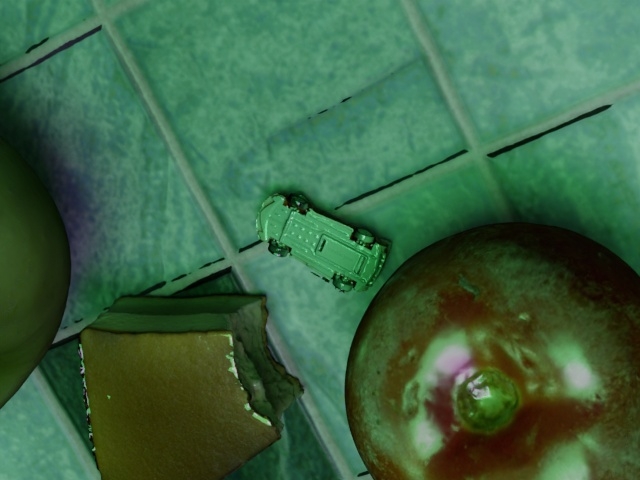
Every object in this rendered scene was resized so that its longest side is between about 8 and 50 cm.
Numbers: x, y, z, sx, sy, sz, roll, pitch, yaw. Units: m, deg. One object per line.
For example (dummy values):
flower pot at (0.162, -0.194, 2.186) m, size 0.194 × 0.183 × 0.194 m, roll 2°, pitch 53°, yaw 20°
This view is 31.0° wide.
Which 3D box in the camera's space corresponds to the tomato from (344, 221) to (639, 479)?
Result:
tomato at (0.161, 0.119, 0.935) m, size 0.270 × 0.222 × 0.270 m, roll -1°, pitch 87°, yaw 22°

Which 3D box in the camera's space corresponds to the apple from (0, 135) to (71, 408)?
apple at (-0.396, 0.026, 0.981) m, size 0.357 × 0.357 × 0.358 m, roll 4°, pitch 109°, yaw 12°

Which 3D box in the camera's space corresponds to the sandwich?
sandwich at (-0.114, 0.169, 1.076) m, size 0.186 × 0.108 × 0.220 m, roll 0°, pitch 106°, yaw 14°

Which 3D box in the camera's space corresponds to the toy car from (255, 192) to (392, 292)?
toy car at (0.000, 0.000, 1.033) m, size 0.121 × 0.035 × 0.059 m, roll 28°, pitch 112°, yaw 12°
